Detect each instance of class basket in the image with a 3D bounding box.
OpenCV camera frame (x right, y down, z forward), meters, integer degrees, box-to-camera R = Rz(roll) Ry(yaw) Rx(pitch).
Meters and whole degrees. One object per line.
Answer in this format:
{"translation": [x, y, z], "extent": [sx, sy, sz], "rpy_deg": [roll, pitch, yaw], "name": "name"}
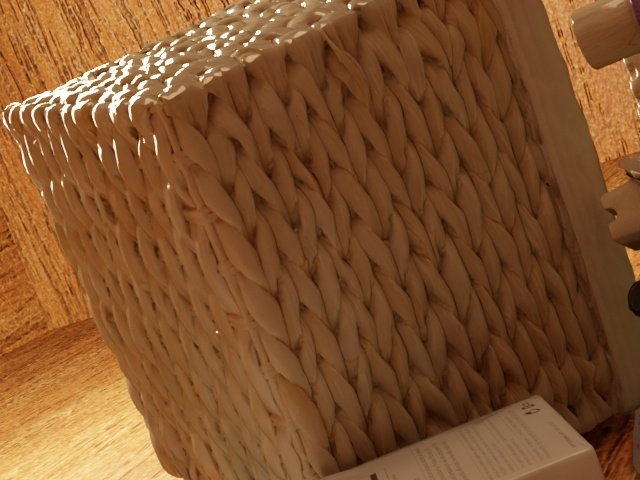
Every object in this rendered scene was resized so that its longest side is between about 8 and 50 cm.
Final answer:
{"translation": [0.000, 0.000, 0.993], "extent": [0.266, 0.331, 0.328], "rpy_deg": [-29, 16, -23], "name": "basket"}

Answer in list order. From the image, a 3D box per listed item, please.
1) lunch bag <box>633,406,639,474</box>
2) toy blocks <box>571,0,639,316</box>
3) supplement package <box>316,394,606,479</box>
{"translation": [0.233, 0.136, 0.903], "extent": [0.053, 0.083, 0.071], "rpy_deg": [-26, 9, -40], "name": "lunch bag"}
{"translation": [0.343, -0.057, 0.929], "extent": [0.260, 0.289, 0.309], "rpy_deg": [-20, -21, 26], "name": "toy blocks"}
{"translation": [0.037, 0.197, 0.766], "extent": [0.244, 0.139, 0.134], "rpy_deg": [-22, 6, -1], "name": "supplement package"}
